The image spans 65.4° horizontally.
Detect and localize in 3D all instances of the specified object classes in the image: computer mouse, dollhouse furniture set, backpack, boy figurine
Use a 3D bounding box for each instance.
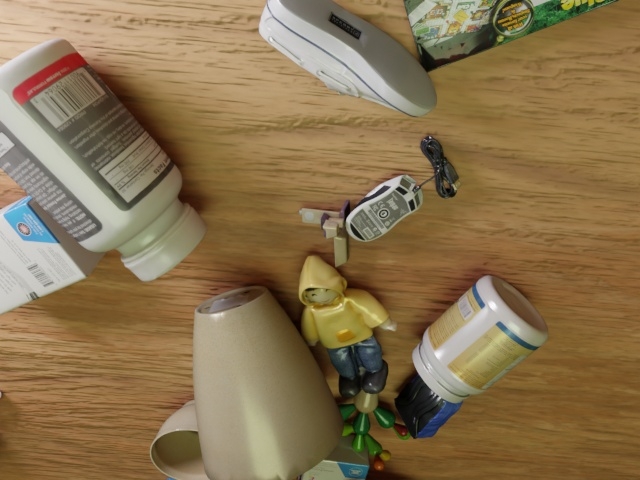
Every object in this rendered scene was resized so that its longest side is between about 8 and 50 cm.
[{"bbox_3d":[0.121,-0.071,0.789,0.193,0.042,0.106,-33,119,12],"label":"computer mouse"},{"bbox_3d":[0.000,0.000,0.815,0.081,0.091,0.114,6,124,15],"label":"dollhouse furniture set"},{"bbox_3d":[0.219,0.311,0.977,0.101,0.098,0.120,6,125,-37],"label":"backpack"},{"bbox_3d":[0.044,0.149,0.887,0.177,0.092,0.285,-10,122,17],"label":"boy figurine"}]

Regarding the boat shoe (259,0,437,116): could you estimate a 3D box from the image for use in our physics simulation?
[{"bbox_3d":[0.038,-0.242,0.673,0.258,0.095,0.084,34,146,-10],"label":"boat shoe"}]

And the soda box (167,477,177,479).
[{"bbox_3d":[-0.276,0.637,1.187,0.210,0.067,0.071,19,118,-9],"label":"soda box"}]

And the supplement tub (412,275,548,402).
[{"bbox_3d":[0.271,0.173,0.866,0.144,0.144,0.199,32,116,-16],"label":"supplement tub"}]

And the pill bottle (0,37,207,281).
[{"bbox_3d":[-0.311,-0.096,0.701,0.176,0.176,0.318,-30,115,17],"label":"pill bottle"}]

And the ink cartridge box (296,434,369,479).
[{"bbox_3d":[0.020,0.535,1.117,0.134,0.078,0.231,9,120,-4],"label":"ink cartridge box"}]

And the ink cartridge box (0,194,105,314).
[{"bbox_3d":[-0.493,0.020,0.822,0.203,0.086,0.148,-21,117,13],"label":"ink cartridge box"}]

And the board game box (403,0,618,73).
[{"bbox_3d":[0.240,-0.328,0.645,0.260,0.030,0.136,-17,116,11],"label":"board game box"}]

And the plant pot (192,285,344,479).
[{"bbox_3d":[-0.116,0.228,0.865,0.257,0.256,0.273,-13,102,8],"label":"plant pot"}]

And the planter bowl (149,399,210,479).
[{"bbox_3d":[-0.252,0.400,1.025,0.162,0.109,0.162,0,119,1],"label":"planter bowl"}]

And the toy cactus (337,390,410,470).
[{"bbox_3d":[0.082,0.363,1.014,0.219,0.112,0.180,10,110,5],"label":"toy cactus"}]
